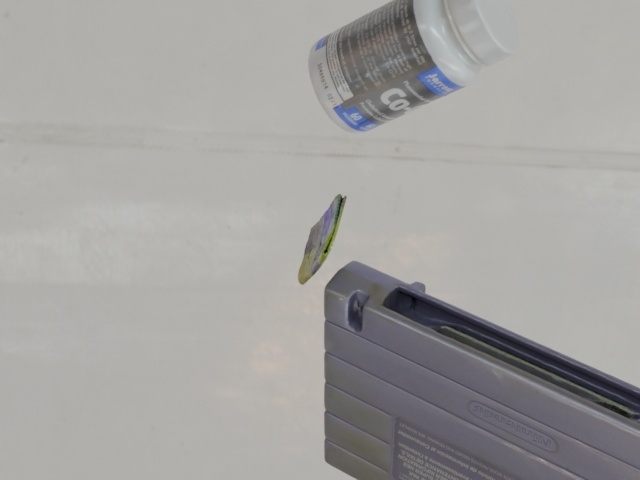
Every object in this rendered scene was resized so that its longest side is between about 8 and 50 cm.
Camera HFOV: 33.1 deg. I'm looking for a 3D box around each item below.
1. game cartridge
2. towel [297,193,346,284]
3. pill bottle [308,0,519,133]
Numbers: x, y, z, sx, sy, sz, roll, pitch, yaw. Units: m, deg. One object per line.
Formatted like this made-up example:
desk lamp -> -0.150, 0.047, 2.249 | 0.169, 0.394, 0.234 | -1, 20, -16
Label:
game cartridge -> 0.160, 0.174, 0.869 | 0.068, 0.355, 0.230 | -45, 147, -36
towel -> 0.000, 0.000, 0.888 | 0.009, 0.083, 0.060 | 20, 68, -9
pill bottle -> 0.066, -0.135, 0.767 | 0.137, 0.078, 0.078 | -22, 118, 33
